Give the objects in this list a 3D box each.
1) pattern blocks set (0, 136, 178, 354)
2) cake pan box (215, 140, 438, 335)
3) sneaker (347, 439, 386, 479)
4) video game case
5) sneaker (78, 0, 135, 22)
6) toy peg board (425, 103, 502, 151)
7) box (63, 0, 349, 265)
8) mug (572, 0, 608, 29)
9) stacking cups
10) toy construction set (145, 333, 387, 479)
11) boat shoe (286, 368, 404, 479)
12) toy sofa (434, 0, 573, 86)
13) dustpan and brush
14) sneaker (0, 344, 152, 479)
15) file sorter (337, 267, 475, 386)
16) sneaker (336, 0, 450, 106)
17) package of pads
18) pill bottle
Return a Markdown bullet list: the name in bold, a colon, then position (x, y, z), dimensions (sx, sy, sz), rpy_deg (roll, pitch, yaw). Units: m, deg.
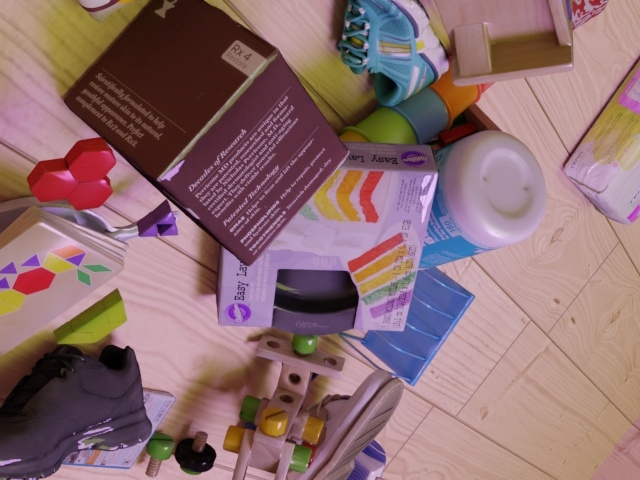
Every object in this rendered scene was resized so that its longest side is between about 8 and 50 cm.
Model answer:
- **pattern blocks set**: position (-0.291, 0.040, 1.063), dimensions (0.325, 0.026, 0.285), rpy_deg (-30, 148, 5)
- **cake pan box**: position (0.000, 0.000, 1.320), dimensions (0.246, 0.070, 0.267), rpy_deg (4, 128, -7)
- **sneaker**: position (0.050, 0.431, 1.874), dimensions (0.182, 0.127, 0.315), rpy_deg (-22, 143, -44)
- **video game case**: position (-0.269, 0.237, 1.379), dimensions (0.119, 0.015, 0.166), rpy_deg (-56, 147, 7)
- **sneaker**: position (-0.150, -0.275, 1.000), dimensions (0.185, 0.069, 0.084), rpy_deg (-34, 152, -16)
- **toy peg board**: position (0.201, -0.096, 1.522), dimensions (0.079, 0.160, 0.161), rpy_deg (-21, 138, -16)
- **box**: position (-0.109, -0.114, 1.099), dimensions (0.167, 0.168, 0.203), rpy_deg (-49, 146, -5)
- **mug**: position (0.314, -0.337, 1.464), dimensions (0.169, 0.113, 0.150), rpy_deg (-29, 143, -36)
- **stacking cups**: position (0.116, -0.162, 1.422), dimensions (0.316, 0.096, 0.096), rpy_deg (-41, 146, -26)
- **toy construction set**: position (-0.025, 0.263, 1.466), dimensions (0.257, 0.309, 0.237), rpy_deg (-9, 124, -57)
- **boat shoe**: position (0.019, 0.290, 1.653), dimensions (0.113, 0.103, 0.302), rpy_deg (-18, 148, -48)
- **toy sofa**: position (0.178, -0.343, 1.179), dimensions (0.362, 0.150, 0.177), rpy_deg (54, 35, -55)
- **dustpan and brush**: position (-0.248, 0.000, 1.137), dimensions (0.211, 0.060, 0.147), rpy_deg (-28, 140, -32)
- **sneaker**: position (-0.304, 0.186, 1.201), dimensions (0.286, 0.109, 0.130), rpy_deg (-12, 102, -60)
- **file sorter**: position (0.127, 0.113, 1.655), dimensions (0.170, 0.118, 0.104), rpy_deg (-56, 144, 6)
- **sneaker**: position (0.068, -0.244, 1.264), dimensions (0.110, 0.107, 0.275), rpy_deg (-39, 145, 4)
- **package of pads**: position (0.576, -0.187, 1.934), dimensions (0.296, 0.101, 0.229), rpy_deg (-56, 147, 4)
- **pill bottle**: position (0.159, -0.043, 1.423), dimensions (0.146, 0.146, 0.264), rpy_deg (-26, -178, -34)
